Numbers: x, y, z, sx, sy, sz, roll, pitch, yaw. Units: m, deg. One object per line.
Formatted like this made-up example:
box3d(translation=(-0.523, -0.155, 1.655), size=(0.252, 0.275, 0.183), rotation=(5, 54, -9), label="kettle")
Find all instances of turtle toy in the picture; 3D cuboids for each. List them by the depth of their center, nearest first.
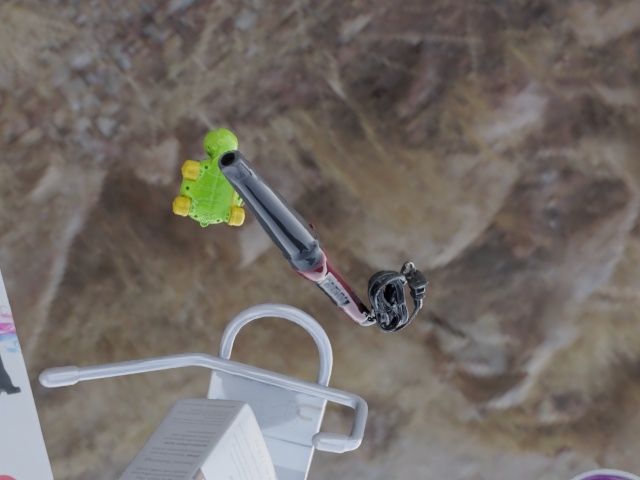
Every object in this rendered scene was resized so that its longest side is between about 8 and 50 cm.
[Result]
box3d(translation=(-0.137, -0.080, 2.056), size=(0.095, 0.066, 0.130), rotation=(12, 104, -14), label="turtle toy")

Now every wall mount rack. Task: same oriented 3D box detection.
box3d(translation=(-0.123, 0.223, 1.561), size=(0.130, 0.304, 0.350), rotation=(-71, 174, -62), label="wall mount rack")

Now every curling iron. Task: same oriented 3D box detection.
box3d(translation=(0.000, 0.000, 1.177), size=(0.068, 0.035, 0.274), rotation=(-41, 139, 8), label="curling iron")

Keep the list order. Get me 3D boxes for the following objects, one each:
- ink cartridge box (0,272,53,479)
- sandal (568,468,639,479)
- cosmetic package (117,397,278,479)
box3d(translation=(-0.298, 0.064, 0.916), size=(0.226, 0.306, 0.131), rotation=(-5, 153, -33), label="ink cartridge box")
box3d(translation=(0.213, 0.374, 1.221), size=(0.102, 0.169, 0.416), rotation=(60, 39, -64), label="sandal")
box3d(translation=(-0.132, 0.257, 1.439), size=(0.231, 0.086, 0.117), rotation=(-56, 136, -47), label="cosmetic package")
